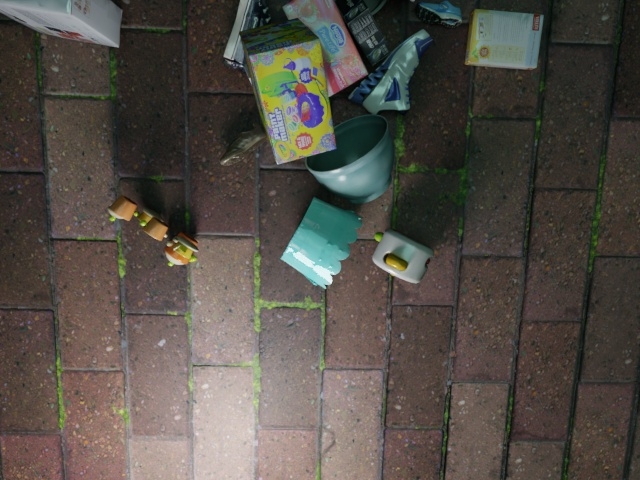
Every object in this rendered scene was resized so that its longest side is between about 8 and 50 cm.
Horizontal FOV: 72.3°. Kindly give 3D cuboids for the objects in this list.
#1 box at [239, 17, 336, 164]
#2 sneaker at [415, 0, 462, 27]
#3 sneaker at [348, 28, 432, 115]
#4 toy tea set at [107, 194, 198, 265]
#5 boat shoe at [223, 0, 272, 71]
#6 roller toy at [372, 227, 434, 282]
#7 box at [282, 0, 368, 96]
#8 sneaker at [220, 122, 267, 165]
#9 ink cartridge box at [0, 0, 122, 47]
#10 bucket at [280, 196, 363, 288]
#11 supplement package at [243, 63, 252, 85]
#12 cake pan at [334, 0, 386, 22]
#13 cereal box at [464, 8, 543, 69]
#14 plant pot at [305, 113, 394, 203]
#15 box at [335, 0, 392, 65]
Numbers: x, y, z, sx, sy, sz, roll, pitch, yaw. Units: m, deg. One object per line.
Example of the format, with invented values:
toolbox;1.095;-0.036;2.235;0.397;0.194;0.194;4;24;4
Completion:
box;-0.092;-0.415;1.207;0.176;0.279;0.290;-15;129;-5
sneaker;0.399;-0.774;1.480;0.161;0.063;0.073;13;80;-7
sneaker;0.266;-0.531;1.482;0.315;0.127;0.182;-42;101;12
toy tea set;-0.569;-0.014;1.494;0.335;0.200;0.124;36;88;-6
boat shoe;-0.195;-0.716;1.445;0.157;0.127;0.341;19;106;-10
roller toy;0.285;0.058;1.523;0.191;0.209;0.147;21;99;-25
box;0.022;-0.637;1.407;0.153;0.142;0.300;-26;109;12
sneaker;-0.278;-0.334;1.529;0.188;0.066;0.071;-33;81;-2
ink cartridge box;-0.803;-0.714;1.326;0.271;0.309;0.130;8;98;-3
bucket;0.000;0.000;1.477;0.183;0.281;0.281;29;97;-4
supplement package;-0.111;-0.494;1.418;0.194;0.149;0.203;-26;128;2
cake pan;0.093;-0.869;1.452;0.292;0.054;0.294;0;99;-1
cereal box;0.625;-0.683;1.495;0.239;0.047;0.173;5;99;-2
plant pot;0.123;-0.248;1.453;0.292;0.293;0.196;-32;124;3
box;0.137;-0.676;1.388;0.077;0.180;0.148;-30;54;18
